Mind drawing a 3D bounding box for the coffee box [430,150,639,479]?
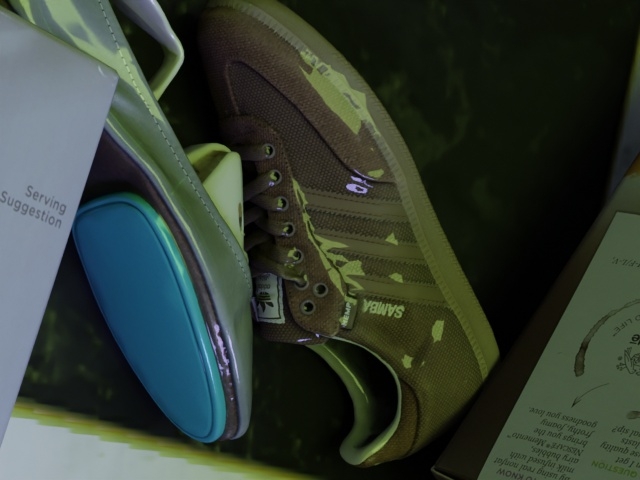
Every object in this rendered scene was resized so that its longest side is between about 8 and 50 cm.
[{"bbox_3d":[0.166,0.043,0.695,0.246,0.098,0.141,-54,137,-21],"label":"coffee box"}]

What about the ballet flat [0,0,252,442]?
[{"bbox_3d":[-0.062,-0.032,0.596,0.068,0.072,0.213,-38,108,-31],"label":"ballet flat"}]

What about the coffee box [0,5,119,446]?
[{"bbox_3d":[-0.213,-0.025,0.432,0.297,0.118,0.168,28,74,-45],"label":"coffee box"}]

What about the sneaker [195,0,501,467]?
[{"bbox_3d":[0.000,0.000,0.635,0.071,0.066,0.188,-41,109,-24],"label":"sneaker"}]
